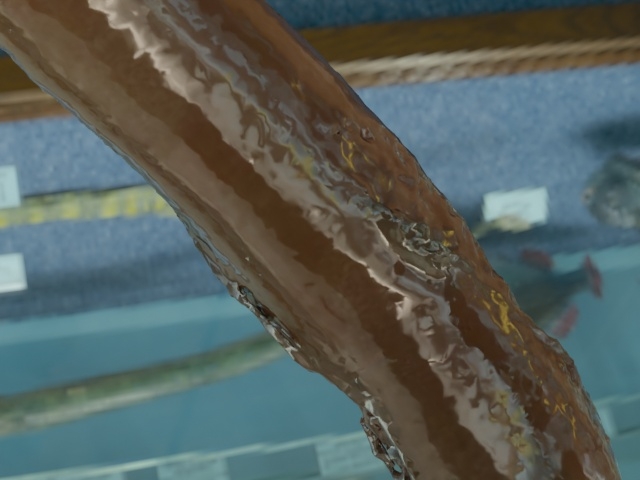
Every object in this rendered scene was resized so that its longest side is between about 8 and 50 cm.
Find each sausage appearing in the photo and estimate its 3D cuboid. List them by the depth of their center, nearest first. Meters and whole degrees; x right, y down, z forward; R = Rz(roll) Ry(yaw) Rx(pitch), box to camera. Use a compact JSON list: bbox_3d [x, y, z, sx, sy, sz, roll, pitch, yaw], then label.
[{"bbox_3d":[0.000,-0.002,0.534,0.326,0.087,0.079,48,134,-12],"label":"sausage"}]
